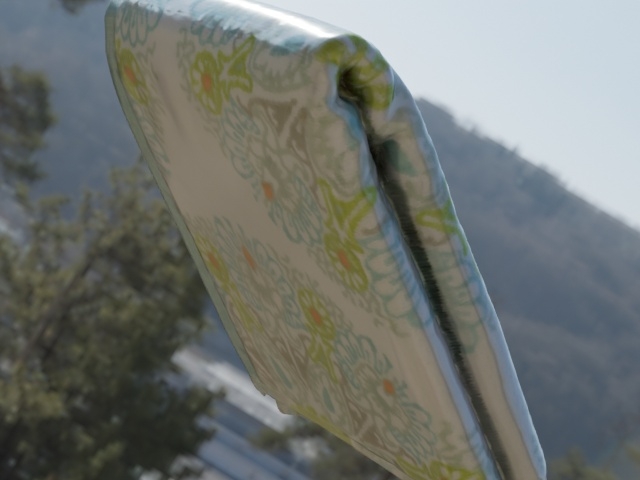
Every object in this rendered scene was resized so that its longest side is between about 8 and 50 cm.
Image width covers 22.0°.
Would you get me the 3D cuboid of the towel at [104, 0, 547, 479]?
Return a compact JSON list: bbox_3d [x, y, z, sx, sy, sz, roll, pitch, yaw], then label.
[{"bbox_3d":[0.000,0.000,1.141,0.320,0.090,0.374,22,-39,55],"label":"towel"}]
